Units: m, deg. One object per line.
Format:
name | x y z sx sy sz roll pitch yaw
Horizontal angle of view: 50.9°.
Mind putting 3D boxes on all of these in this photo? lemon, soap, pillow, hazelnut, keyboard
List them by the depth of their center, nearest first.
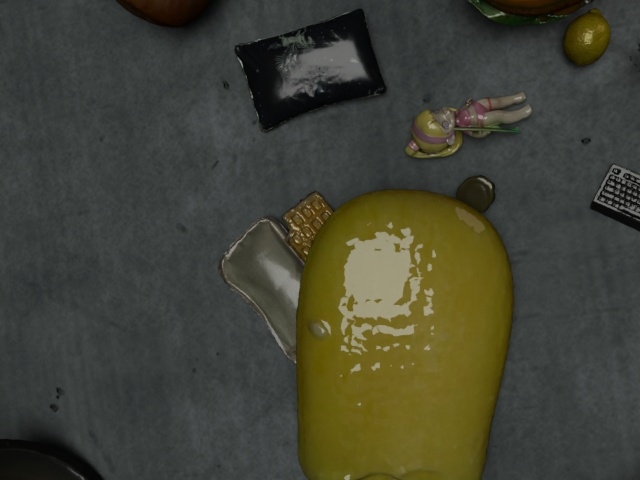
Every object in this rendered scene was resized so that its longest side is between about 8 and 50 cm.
lemon | 0.375 -0.285 0.945 0.062 0.062 0.083 16 93 10
keyboard | 0.488 -0.035 0.946 0.196 0.015 0.074 28 95 10
soap | 0.114 0.141 0.960 0.305 0.115 0.428 7 95 6
hazelnut | -0.245 -0.433 0.997 0.214 0.176 0.214 24 138 23
pillow | -0.017 -0.262 1.025 0.208 0.055 0.142 -16 95 11
pillow | -0.052 0.081 1.035 0.130 0.038 0.233 -42 83 5

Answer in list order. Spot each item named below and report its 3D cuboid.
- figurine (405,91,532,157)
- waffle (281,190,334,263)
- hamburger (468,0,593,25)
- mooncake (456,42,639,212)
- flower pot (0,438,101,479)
figurine | 0.213 -0.167 0.980 0.187 0.083 0.083 -18 86 -2
waffle | 0.000 0.000 1.021 0.092 0.021 0.135 -39 83 -14
hamburger | 0.294 -0.411 0.907 0.245 0.170 0.246 2 94 23
mooncake | 0.345 -0.159 0.953 0.346 0.057 0.150 -20 99 7
flower pot | -0.492 0.520 1.003 0.379 0.379 0.251 48 118 7
